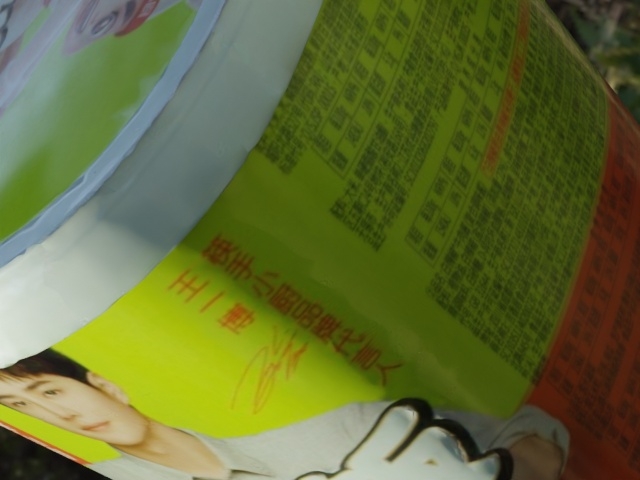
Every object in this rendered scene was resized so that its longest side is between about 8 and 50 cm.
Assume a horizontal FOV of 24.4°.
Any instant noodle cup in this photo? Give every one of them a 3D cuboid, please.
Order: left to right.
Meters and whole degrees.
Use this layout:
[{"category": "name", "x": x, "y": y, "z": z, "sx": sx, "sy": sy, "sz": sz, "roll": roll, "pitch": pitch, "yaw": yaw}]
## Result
[{"category": "instant noodle cup", "x": 0.000, "y": 0.000, "z": 0.581, "sx": 0.294, "sy": 0.308, "sz": 0.294, "roll": -32, "pitch": 37, "yaw": 28}]
